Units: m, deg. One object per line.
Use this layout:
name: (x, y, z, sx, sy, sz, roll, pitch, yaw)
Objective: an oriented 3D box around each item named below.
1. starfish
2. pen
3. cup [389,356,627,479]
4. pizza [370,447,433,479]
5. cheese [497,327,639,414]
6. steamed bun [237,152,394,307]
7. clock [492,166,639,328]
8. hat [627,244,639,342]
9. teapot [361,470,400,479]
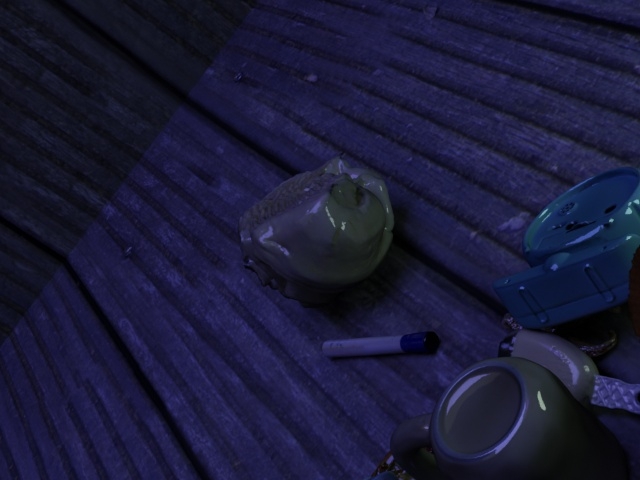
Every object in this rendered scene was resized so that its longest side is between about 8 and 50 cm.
starfish: (0.311, 0.117, 1.748, 0.150, 0.053, 0.210, -55, 25, -14)
pen: (0.089, 0.167, 2.057, 0.269, 0.033, 0.033, -11, 49, 53)
cup: (0.216, 0.237, 1.555, 0.255, 0.202, 0.173, 17, 70, 52)
pizza: (0.171, 0.304, 1.714, 0.201, 0.053, 0.193, -36, 41, -1)
cheese: (0.325, 0.185, 1.634, 0.252, 0.054, 0.127, 8, 88, 49)
steamed bun: (0.000, 0.000, 2.208, 0.275, 0.206, 0.320, -26, 12, 15)
clock: (0.361, -0.006, 1.706, 0.224, 0.094, 0.274, -23, 21, 40)
hat: (0.509, 0.034, 1.466, 0.233, 0.244, 0.233, -33, 59, -33)
teapot: (0.087, 0.393, 1.654, 0.159, 0.159, 0.232, -97, 21, -53)
